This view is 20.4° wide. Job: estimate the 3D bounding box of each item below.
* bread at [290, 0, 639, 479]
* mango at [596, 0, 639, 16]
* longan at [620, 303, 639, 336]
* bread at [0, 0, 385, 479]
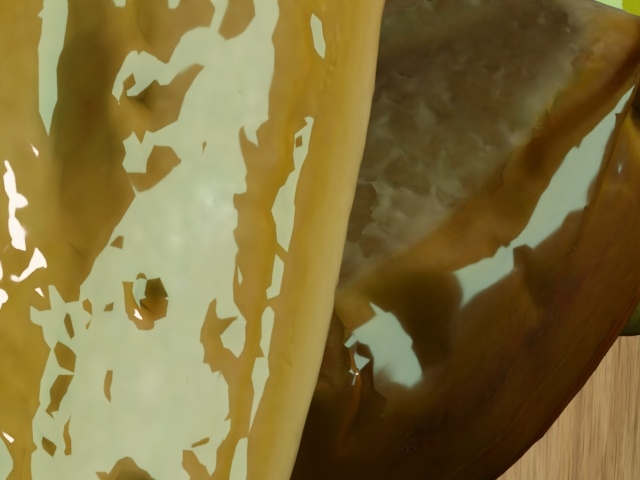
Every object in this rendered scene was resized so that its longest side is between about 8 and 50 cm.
[{"bbox_3d":[0.000,0.000,0.692,0.279,0.225,0.250,-40,161,-14],"label":"bread"},{"bbox_3d":[0.056,-0.139,0.887,0.149,0.273,0.185,-51,129,-4],"label":"mango"},{"bbox_3d":[0.262,0.001,1.559,0.145,0.176,0.155,-42,-170,15],"label":"longan"},{"bbox_3d":[-0.158,-0.041,0.414,0.361,0.250,0.394,17,81,-61],"label":"bread"}]
